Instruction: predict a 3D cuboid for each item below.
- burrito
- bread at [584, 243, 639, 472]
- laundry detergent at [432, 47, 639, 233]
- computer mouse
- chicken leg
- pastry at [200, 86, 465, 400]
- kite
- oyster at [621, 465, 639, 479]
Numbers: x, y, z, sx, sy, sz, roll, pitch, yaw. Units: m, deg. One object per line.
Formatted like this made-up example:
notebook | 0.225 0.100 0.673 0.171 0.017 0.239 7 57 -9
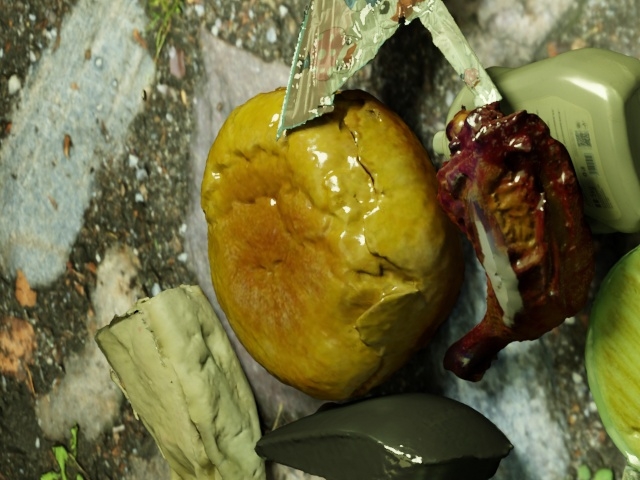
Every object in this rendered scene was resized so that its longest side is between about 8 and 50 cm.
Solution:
burrito | -0.142 0.219 2.119 0.190 0.135 0.331 -22 91 56
bread | 0.374 0.120 1.627 0.301 0.045 0.301 17 116 38
laundry detergent | 0.210 -0.089 1.682 0.253 0.091 0.181 1 117 45
computer mouse | 0.065 0.201 1.883 0.295 0.168 0.087 5 102 45
chicken leg | 0.176 0.029 1.681 0.158 0.096 0.407 26 147 21
pastry | 0.000 0.000 1.878 0.356 0.164 0.356 21 121 39
kite | 0.086 -0.251 1.718 0.406 0.014 0.368 -43 53 21
oyster | 0.368 0.347 1.680 0.199 0.087 0.252 56 172 -28
